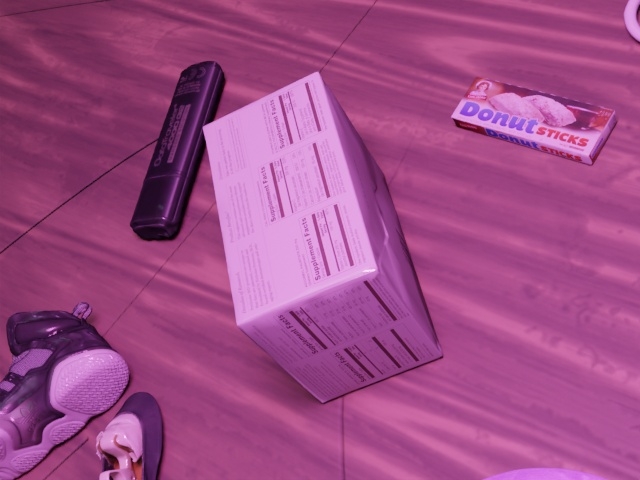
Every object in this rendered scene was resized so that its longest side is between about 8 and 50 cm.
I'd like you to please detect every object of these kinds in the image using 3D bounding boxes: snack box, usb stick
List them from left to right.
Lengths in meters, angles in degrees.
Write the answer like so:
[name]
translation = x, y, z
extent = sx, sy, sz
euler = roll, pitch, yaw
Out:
[usb stick]
translation = -0.193, -0.127, 1.243
extent = 0.077, 0.045, 0.277
euler = -7, 58, 33
[snack box]
translation = 0.241, -0.139, 1.035
extent = 0.178, 0.022, 0.064
euler = 23, 74, 36

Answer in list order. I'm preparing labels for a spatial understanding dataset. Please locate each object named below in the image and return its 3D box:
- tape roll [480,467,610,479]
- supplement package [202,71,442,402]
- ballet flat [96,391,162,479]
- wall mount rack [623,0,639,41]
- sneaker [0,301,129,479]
[tape roll]
translation = 0.188, 0.328, 0.724
extent = 0.275, 0.090, 0.274
euler = -14, 56, 21
[supplement package]
translation = 0.000, 0.000, 0.956
extent = 0.145, 0.204, 0.261
euler = -23, 52, 12
[ballet flat]
translation = -0.215, 0.251, 0.998
extent = 0.074, 0.074, 0.203
euler = -15, 54, 19
[wall mount rack]
translation = 0.482, -0.258, 0.913
extent = 0.350, 0.130, 0.304
euler = -8, 57, 25
[sneaker]
translation = -0.368, 0.185, 1.106
extent = 0.269, 0.101, 0.153
euler = -34, 50, -3
